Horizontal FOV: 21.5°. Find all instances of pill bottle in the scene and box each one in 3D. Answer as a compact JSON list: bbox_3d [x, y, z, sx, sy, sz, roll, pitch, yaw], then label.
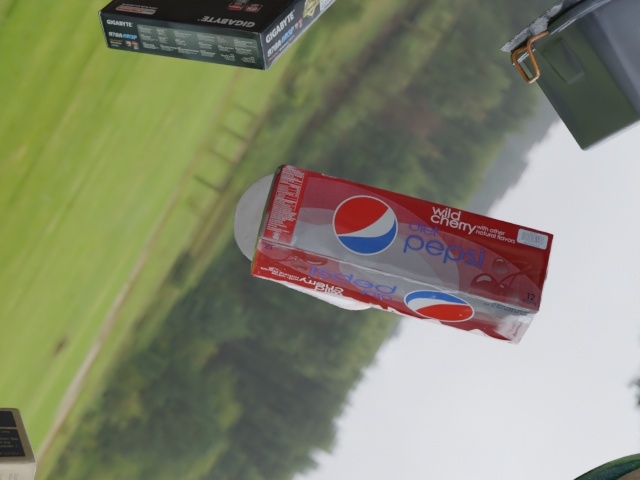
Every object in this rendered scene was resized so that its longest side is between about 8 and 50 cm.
[{"bbox_3d":[0.000,0.000,1.832,0.121,0.121,0.221,-60,151,3],"label":"pill bottle"}]

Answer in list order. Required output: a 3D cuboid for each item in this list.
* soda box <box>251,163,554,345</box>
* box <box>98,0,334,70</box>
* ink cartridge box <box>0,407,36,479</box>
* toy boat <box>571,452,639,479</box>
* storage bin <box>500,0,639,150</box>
[{"bbox_3d":[0.073,0.013,1.547,0.092,0.263,0.083,107,-2,-65],"label":"soda box"},{"bbox_3d":[-0.115,-0.269,1.925,0.175,0.220,0.051,-50,140,-42],"label":"box"},{"bbox_3d":[-0.381,0.267,1.551,0.088,0.193,0.235,-119,-140,-50],"label":"ink cartridge box"},{"bbox_3d":[0.163,0.263,1.156,0.318,0.148,0.267,-44,142,0],"label":"toy boat"},{"bbox_3d":[0.182,-0.113,1.076,0.098,0.091,0.135,-28,178,-16],"label":"storage bin"}]
